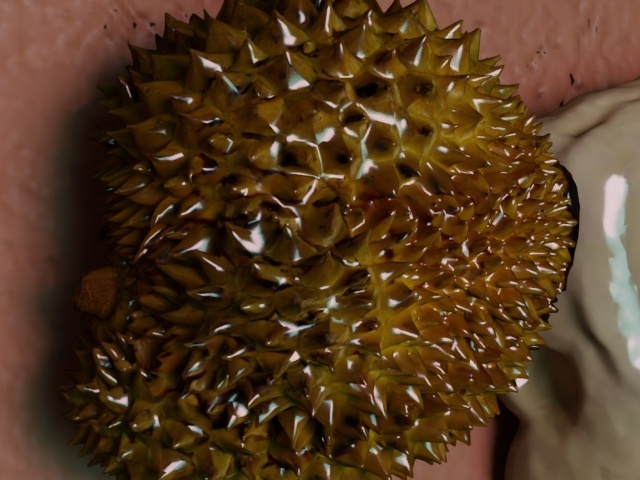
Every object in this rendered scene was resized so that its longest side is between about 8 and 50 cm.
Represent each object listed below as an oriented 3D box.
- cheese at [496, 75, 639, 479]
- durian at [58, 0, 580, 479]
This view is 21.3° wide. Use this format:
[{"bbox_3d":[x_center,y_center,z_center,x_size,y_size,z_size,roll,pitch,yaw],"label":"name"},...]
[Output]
[{"bbox_3d":[0.144,0.068,0.626,0.159,0.093,0.263,-19,100,-31],"label":"cheese"},{"bbox_3d":[0.000,0.000,0.510,0.168,0.137,0.158,-11,116,-25],"label":"durian"}]
